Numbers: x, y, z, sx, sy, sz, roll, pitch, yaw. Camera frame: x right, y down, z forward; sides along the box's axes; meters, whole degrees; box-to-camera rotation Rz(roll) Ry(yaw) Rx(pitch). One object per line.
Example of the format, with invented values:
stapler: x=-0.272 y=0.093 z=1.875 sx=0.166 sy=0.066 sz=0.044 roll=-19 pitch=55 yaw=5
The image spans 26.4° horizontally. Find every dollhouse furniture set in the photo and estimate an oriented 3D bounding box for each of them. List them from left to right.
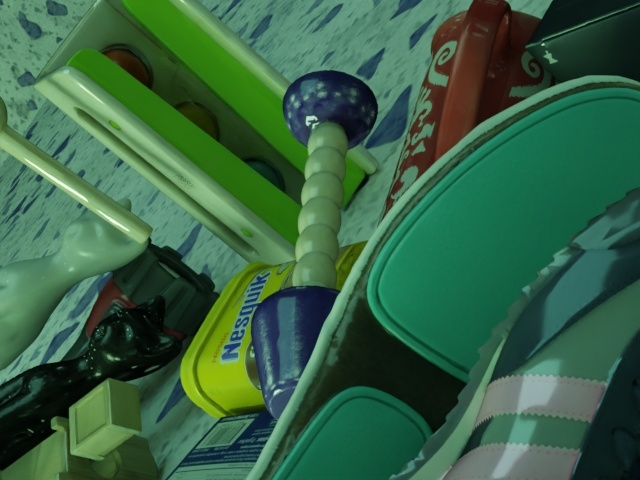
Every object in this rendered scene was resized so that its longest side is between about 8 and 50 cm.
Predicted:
dollhouse furniture set: x=-0.174 y=0.228 z=1.079 sx=0.182 sy=0.101 sz=0.161 roll=-36 pitch=48 yaw=34

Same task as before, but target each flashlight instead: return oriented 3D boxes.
flashlight: x=-0.223 y=0.140 z=1.300 sx=0.304 sy=0.103 sz=0.103 roll=-52 pitch=26 yaw=9

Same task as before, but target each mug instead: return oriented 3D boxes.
mug: x=0.094 y=-0.066 z=0.897 sx=0.113 sy=0.150 sz=0.169 roll=-7 pitch=49 yaw=41

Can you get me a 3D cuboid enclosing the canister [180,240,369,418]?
canister: x=-0.018 y=0.067 z=1.002 sx=0.170 sy=0.073 sz=0.126 roll=-17 pitch=38 yaw=56

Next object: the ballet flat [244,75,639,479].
ballet flat: x=0.056 y=0.080 z=0.757 sx=0.400 sy=0.139 sz=0.139 roll=-54 pitch=20 yaw=-8

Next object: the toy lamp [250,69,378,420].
toy lamp: x=0.000 y=0.000 z=0.898 sx=0.080 sy=0.080 sz=0.274 roll=-36 pitch=34 yaw=36

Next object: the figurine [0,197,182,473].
figurine: x=-0.228 y=0.077 z=1.211 sx=0.209 sy=0.092 sz=0.215 roll=-34 pitch=47 yaw=11

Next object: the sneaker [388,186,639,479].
sneaker: x=0.111 y=0.119 z=0.596 sx=0.319 sy=0.112 sz=0.131 roll=-54 pitch=44 yaw=9

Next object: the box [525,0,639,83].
box: x=0.233 y=-0.163 z=0.832 sx=0.158 sy=0.093 sz=0.156 roll=-57 pitch=21 yaw=-22

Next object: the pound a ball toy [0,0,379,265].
pound a ball toy: x=-0.140 y=-0.079 z=1.163 sx=0.208 sy=0.319 sz=0.136 roll=-57 pitch=20 yaw=-17

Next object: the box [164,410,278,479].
box: x=-0.097 y=0.203 z=0.919 sx=0.225 sy=0.036 sz=0.136 roll=-45 pitch=15 yaw=-30
